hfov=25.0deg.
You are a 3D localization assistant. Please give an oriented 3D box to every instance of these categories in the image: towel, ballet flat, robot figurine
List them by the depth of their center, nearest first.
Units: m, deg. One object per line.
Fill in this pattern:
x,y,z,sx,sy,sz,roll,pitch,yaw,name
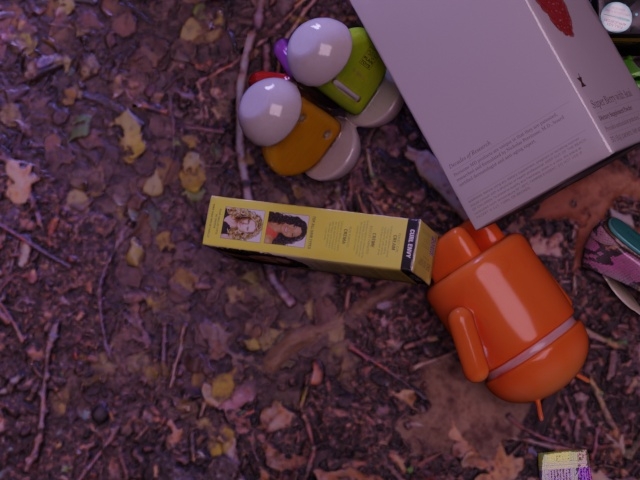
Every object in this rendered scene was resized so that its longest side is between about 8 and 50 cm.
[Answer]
0.198,0.081,1.536,0.128,0.158,0.219,-35,87,10,robot figurine
0.268,0.271,1.576,0.060,0.009,0.083,-4,82,-4,towel
0.386,0.059,1.583,0.221,0.077,0.079,32,119,10,ballet flat

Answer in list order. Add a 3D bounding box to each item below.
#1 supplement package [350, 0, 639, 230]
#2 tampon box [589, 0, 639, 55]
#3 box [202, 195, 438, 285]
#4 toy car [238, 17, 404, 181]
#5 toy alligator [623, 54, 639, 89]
0.193,-0.189,1.512,0.175,0.177,0.293,-32,85,31,supplement package
0.351,-0.294,1.608,0.120,0.101,0.161,-2,83,-4,tampon box
0.000,0.000,1.515,0.232,0.087,0.058,6,81,19,box
-0.011,-0.163,1.552,0.182,0.159,0.136,-50,47,8,toy car
0.329,-0.186,1.615,0.189,0.056,0.051,-6,83,-5,toy alligator
